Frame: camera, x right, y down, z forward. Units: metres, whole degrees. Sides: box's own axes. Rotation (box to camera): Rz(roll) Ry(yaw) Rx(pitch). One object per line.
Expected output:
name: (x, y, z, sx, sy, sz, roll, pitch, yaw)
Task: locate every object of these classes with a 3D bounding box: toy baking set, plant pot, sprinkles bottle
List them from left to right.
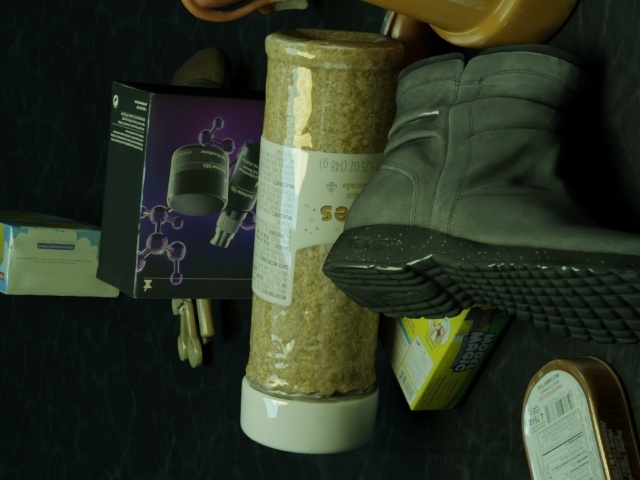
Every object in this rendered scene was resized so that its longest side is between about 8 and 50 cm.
toy baking set: (-0.165, 0.028, 2.065, 0.197, 0.030, 0.256, 107, 152, -49)
sprinkles bottle: (0.000, 0.000, 1.567, 0.121, 0.121, 0.355, 27, 117, 60)
plant pot: (0.089, -0.259, 1.465, 0.205, 0.188, 0.205, -4, 85, 62)

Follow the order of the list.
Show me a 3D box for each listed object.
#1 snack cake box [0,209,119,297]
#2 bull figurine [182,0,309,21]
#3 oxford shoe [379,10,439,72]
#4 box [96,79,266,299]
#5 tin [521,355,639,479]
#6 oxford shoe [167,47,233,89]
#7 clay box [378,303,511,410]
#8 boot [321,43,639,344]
snack cake box: (-0.375, 0.014, 2.370, 0.264, 0.152, 0.089, 12, 99, 61)
bull figurine: (-0.072, -0.365, 1.774, 0.101, 0.188, 0.310, 7, 95, 61)
oxford shoe: (0.092, -0.121, 1.598, 0.076, 0.076, 0.212, 10, 103, 39)
box: (-0.060, -0.042, 1.657, 0.103, 0.261, 0.184, 25, 111, 60)
tin: (0.202, 0.181, 1.394, 0.106, 0.040, 0.189, 132, 133, -56)
oxford shoe: (-0.147, -0.143, 2.044, 0.227, 0.083, 0.096, -40, 35, 55)
clay box: (0.117, 0.025, 1.543, 0.222, 0.053, 0.127, -63, 37, 37)
boot: (0.166, -0.051, 1.370, 0.338, 0.118, 0.222, 7, 64, 34)
